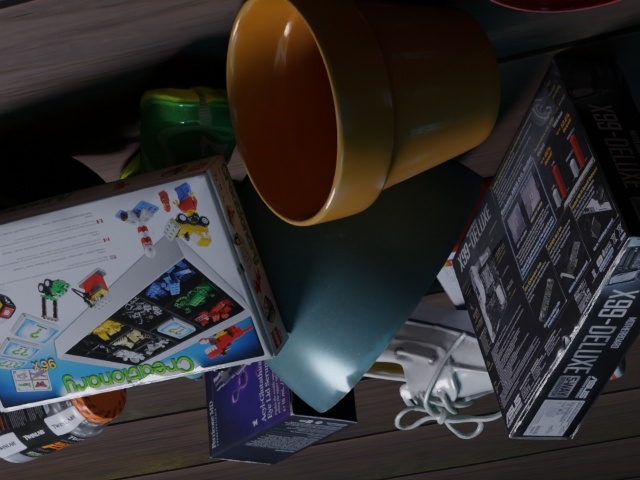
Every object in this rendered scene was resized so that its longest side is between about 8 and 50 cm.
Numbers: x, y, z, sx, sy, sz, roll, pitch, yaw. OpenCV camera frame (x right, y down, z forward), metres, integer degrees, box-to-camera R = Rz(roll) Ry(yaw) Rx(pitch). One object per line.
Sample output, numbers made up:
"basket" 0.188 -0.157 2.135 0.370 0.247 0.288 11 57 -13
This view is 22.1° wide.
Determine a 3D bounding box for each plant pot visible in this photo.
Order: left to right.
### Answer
"plant pot" 0.000 0.000 1.651 0.195 0.290 0.290 34 147 -5
"plant pot" 0.046 -0.130 1.435 0.188 0.205 0.205 -13 161 -27

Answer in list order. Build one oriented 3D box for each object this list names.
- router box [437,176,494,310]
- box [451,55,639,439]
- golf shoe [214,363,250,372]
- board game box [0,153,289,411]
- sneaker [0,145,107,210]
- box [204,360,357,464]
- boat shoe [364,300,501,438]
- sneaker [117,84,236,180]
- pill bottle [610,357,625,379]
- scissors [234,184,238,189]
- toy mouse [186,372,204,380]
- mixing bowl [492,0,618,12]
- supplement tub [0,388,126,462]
"router box" 0.298 0.014 1.938 0.301 0.082 0.335 -11 156 12
"box" 0.239 0.012 1.619 0.077 0.242 0.307 3 136 -19
"golf shoe" -0.078 0.114 2.070 0.069 0.086 0.176 17 146 -40
"board game box" -0.203 0.046 1.562 0.305 0.193 0.053 -12 -163 21
"sneaker" -0.328 -0.037 1.667 0.228 0.087 0.130 4 156 -15
"box" -0.057 0.198 2.181 0.108 0.153 0.207 11 150 -34
"boat shoe" 0.145 0.164 1.959 0.367 0.156 0.136 14 162 44
"sneaker" -0.135 -0.058 1.612 0.109 0.123 0.295 1 155 -15
"pill bottle" 0.284 0.143 2.178 0.222 0.124 0.124 -13 156 16
"scissors" -0.172 0.001 1.877 0.109 0.021 0.297 12 152 -40
"toy mouse" -0.197 0.150 2.118 0.161 0.031 0.143 31 166 -31
"mixing bowl" 0.195 -0.263 1.257 0.181 0.098 0.181 -4 157 -2
"supplement tub" -0.360 0.223 2.210 0.190 0.117 0.117 -23 151 35
